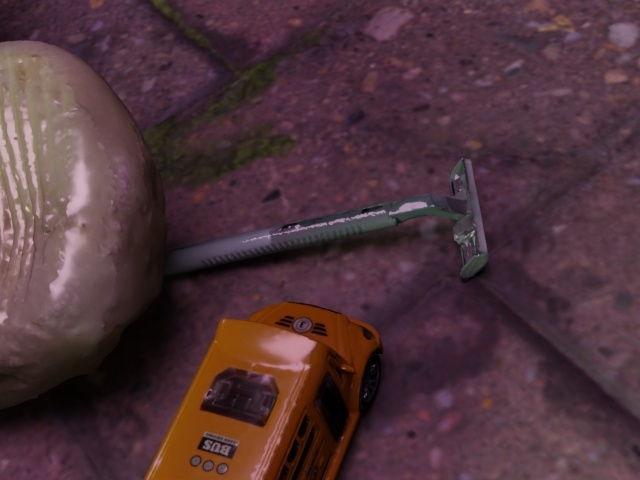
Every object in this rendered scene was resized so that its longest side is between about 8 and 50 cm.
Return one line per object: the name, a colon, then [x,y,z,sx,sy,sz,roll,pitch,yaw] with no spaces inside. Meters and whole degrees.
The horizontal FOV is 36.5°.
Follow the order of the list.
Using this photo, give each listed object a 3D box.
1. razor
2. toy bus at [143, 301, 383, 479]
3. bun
razor: [-0.002,-0.005,0.626,0.211,0.036,0.084,-8,50,6]
toy bus: [-0.035,0.109,0.513,0.083,0.088,0.194,10,57,22]
bun: [-0.186,-0.004,0.607,0.231,0.133,0.231,-7,73,24]
